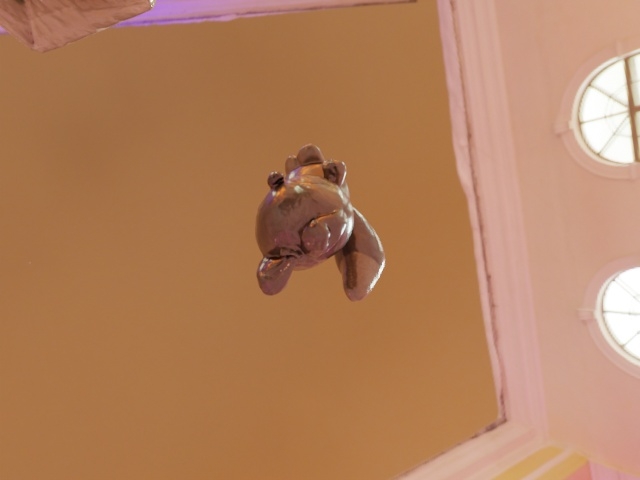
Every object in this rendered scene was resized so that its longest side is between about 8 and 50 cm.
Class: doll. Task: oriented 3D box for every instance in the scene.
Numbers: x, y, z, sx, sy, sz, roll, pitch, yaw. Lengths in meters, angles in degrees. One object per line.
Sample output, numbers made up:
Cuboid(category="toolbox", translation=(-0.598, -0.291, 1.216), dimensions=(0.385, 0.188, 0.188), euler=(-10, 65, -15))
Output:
Cuboid(category="doll", translation=(0.026, -0.018, 1.085), dimensions=(0.378, 0.252, 0.383), euler=(33, -145, -15))

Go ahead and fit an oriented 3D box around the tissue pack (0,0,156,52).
Cuboid(category="tissue pack", translation=(-0.327, -0.491, 0.672), dimensions=(0.207, 0.296, 0.381), euler=(39, -126, -53))
